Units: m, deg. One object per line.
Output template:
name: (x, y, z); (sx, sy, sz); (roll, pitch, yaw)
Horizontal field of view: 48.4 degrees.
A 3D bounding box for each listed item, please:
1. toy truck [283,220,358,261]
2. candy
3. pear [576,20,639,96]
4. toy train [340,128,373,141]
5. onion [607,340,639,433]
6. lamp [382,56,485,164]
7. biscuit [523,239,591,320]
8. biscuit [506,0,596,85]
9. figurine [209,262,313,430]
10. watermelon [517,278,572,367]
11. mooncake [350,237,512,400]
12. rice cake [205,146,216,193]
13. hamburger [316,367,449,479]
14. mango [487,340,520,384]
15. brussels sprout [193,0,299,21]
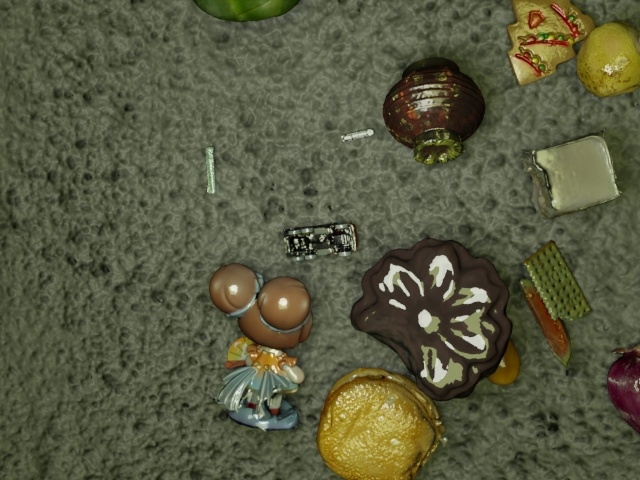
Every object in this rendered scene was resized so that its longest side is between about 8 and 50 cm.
toy truck: (0.000, 0.000, 1.789); (0.192, 0.092, 0.083); (-6, 95, 15)
candy: (0.587, -0.157, 1.678); (0.195, 0.137, 0.184); (-18, 94, 7)
pear: (0.671, -0.416, 1.626); (0.178, 0.178, 0.177); (1, 97, 6)
toy train: (0.093, -0.263, 1.782); (0.083, 0.017, 0.017); (-12, 97, 8)
onion: (0.860, 0.409, 1.703); (0.267, 0.159, 0.348); (-23, 93, 11)
lamp: (0.263, -0.296, 1.654); (0.247, 0.247, 0.246); (1, 97, 6)
biscuit: (0.574, 0.110, 1.727); (0.144, 0.016, 0.203); (-28, 91, -35)
biscuit: (0.529, -0.481, 1.697); (0.212, 0.041, 0.238); (24, 98, 2)
figurine: (-0.142, 0.261, 1.769); (0.277, 0.248, 0.387); (13, 96, 29)
watermelon: (0.548, 0.189, 1.732); (0.063, 0.119, 0.245); (-25, 96, 20)
mooncake: (0.269, 0.176, 1.690); (0.381, 0.212, 0.350); (34, 91, 14)
rice cake: (-0.283, -0.181, 1.832); (0.022, 0.021, 0.121); (-2, 96, -3)
hamburger: (0.150, 0.472, 1.784); (0.314, 0.170, 0.289); (27, 102, 2)
mango: (0.434, 0.272, 1.773); (0.102, 0.085, 0.184); (-19, 88, 6)
brussels sprout: (-0.161, -0.672, 1.631); (0.276, 0.314, 0.371); (14, 61, 30)
